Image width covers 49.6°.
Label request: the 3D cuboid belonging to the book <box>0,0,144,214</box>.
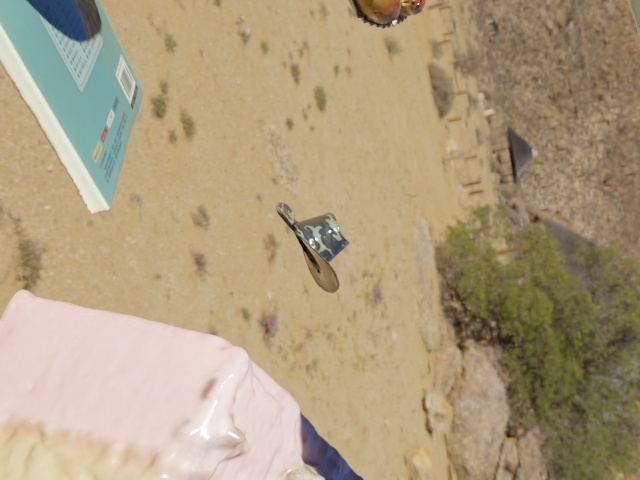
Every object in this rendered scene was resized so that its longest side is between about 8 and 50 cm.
[{"bbox_3d":[-0.281,-0.248,0.700,0.264,0.031,0.379,-95,170,-50],"label":"book"}]

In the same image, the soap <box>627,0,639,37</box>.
[{"bbox_3d":[0.264,-0.095,0.239,0.087,0.265,0.160,-52,122,-31],"label":"soap"}]

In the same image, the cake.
[{"bbox_3d":[-0.168,0.240,0.537,0.307,0.293,0.314,-62,149,-28],"label":"cake"}]

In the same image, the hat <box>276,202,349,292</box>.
[{"bbox_3d":[0.000,0.000,0.715,0.121,0.050,0.121,57,-5,8],"label":"hat"}]

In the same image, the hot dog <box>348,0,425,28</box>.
[{"bbox_3d":[0.055,-0.333,0.701,0.131,0.069,0.253,-54,143,-28],"label":"hot dog"}]
